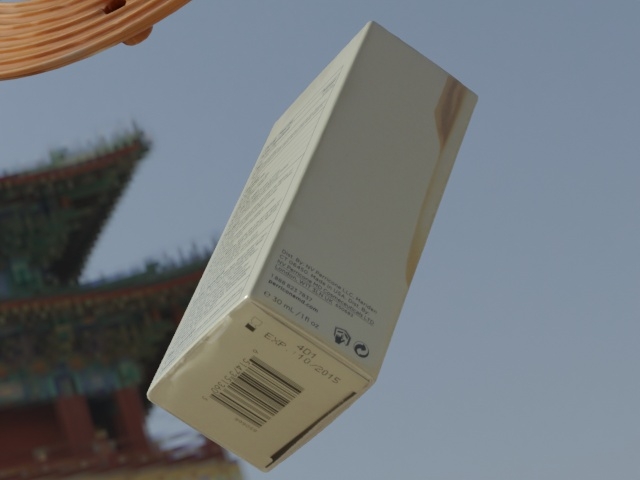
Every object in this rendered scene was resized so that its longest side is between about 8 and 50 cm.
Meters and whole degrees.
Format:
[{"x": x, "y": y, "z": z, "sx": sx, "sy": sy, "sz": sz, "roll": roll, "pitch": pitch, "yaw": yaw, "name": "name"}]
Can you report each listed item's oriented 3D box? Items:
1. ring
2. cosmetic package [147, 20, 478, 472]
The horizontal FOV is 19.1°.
[{"x": -0.130, "y": -0.217, "z": 1.171, "sx": 0.336, "sy": 0.337, "sz": 0.032, "roll": -26, "pitch": -48, "yaw": 11, "name": "ring"}, {"x": 0.000, "y": 0.000, "z": 0.522, "sx": 0.041, "sy": 0.115, "sz": 0.060, "roll": 34, "pitch": -43, "yaw": -12, "name": "cosmetic package"}]
